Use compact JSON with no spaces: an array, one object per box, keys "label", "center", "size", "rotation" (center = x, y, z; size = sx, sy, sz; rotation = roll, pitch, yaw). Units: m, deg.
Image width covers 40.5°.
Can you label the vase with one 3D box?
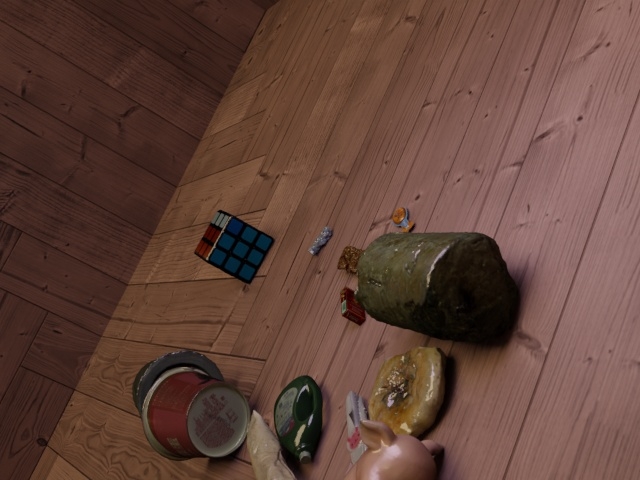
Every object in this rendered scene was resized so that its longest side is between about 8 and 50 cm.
[{"label":"vase","center":[-0.406,0.410,2.358],"size":[0.245,0.245,0.291],"rotation":[-65,19,-12]}]

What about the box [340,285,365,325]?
[{"label":"box","center":[0.071,0.144,1.909],"size":[0.023,0.052,0.082],"rotation":[-46,27,27]}]

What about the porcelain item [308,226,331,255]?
[{"label":"porcelain item","center":[0.000,0.000,2.263],"size":[0.083,0.028,0.036],"rotation":[-56,20,6]}]

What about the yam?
[{"label":"yam","center":[0.205,0.076,1.542],"size":[0.195,0.195,0.300],"rotation":[-63,22,-9]}]

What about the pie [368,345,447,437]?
[{"label":"pie","center":[0.155,0.285,1.566],"size":[0.218,0.052,0.185],"rotation":[-34,39,50]}]

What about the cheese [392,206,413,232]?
[{"label":"cheese","center":[0.185,-0.045,1.951],"size":[0.047,0.017,0.111],"rotation":[-56,23,15]}]

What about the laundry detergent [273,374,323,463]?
[{"label":"laundry detergent","center":[-0.040,0.384,1.831],"size":[0.137,0.063,0.211],"rotation":[-49,24,15]}]

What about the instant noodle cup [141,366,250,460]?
[{"label":"instant noodle cup","center":[-0.294,0.429,2.114],"size":[0.178,0.235,0.234],"rotation":[-6,56,52]}]

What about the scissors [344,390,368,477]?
[{"label":"scissors","center":[0.074,0.383,1.636],"size":[0.118,0.031,0.242],"rotation":[-47,29,26]}]

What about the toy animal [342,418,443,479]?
[{"label":"toy animal","center":[0.099,0.425,1.387],"size":[0.154,0.166,0.250],"rotation":[24,86,39]}]

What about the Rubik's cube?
[{"label":"Rubik's cube","center":[-0.263,0.017,2.614],"size":[0.160,0.162,0.163],"rotation":[-61,21,-3]}]

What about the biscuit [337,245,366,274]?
[{"label":"biscuit","center":[0.096,0.051,1.994],"size":[0.064,0.034,0.199],"rotation":[-63,22,-6]}]

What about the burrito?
[{"label":"burrito","center":[-0.089,0.489,1.762],"size":[0.076,0.117,0.392],"rotation":[-18,25,-10]}]
